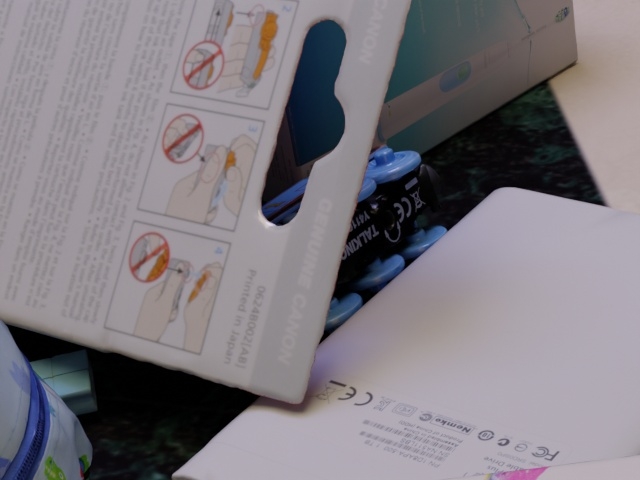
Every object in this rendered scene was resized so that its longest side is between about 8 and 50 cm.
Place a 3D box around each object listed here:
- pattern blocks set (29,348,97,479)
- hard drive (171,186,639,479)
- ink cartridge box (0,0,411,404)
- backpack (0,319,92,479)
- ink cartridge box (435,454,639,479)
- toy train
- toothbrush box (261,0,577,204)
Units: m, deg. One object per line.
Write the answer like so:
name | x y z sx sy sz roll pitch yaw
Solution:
pattern blocks set | -0.283 0.149 0.940 0.325 0.026 0.285 -8 30 4
hard drive | 0.101 0.078 0.923 0.210 0.040 0.318 14 39 36
ink cartridge box | -0.110 -0.085 1.034 0.385 0.308 0.091 13 -4 32
backpack | -0.260 0.144 0.654 0.355 0.273 0.290 -21 23 -2
ink cartridge box | 0.064 0.198 0.654 0.353 0.119 0.207 -7 30 5
toy train | 0.000 0.000 1.046 0.105 0.080 0.184 -6 21 42
toothbrush box | 0.041 -0.181 1.210 0.295 0.216 0.126 -32 36 -31
